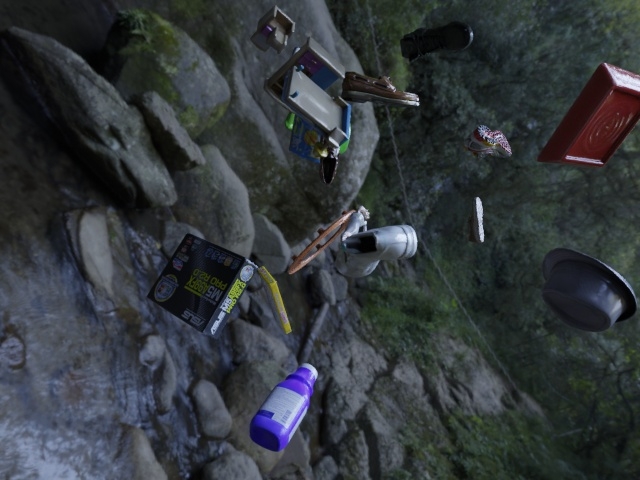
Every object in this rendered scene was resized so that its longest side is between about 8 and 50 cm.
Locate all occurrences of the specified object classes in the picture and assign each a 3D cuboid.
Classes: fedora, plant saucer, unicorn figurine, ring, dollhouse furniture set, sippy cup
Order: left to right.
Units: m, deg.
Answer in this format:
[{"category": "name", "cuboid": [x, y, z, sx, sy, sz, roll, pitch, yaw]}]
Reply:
[{"category": "dollhouse furniture set", "cuboid": [-0.088, -0.376, 1.228, 0.286, 0.198, 0.304, 31, 46, -33]}, {"category": "sippy cup", "cuboid": [-0.021, -0.445, 1.917, 0.305, 0.239, 0.224, -111, -141, -68]}, {"category": "ring", "cuboid": [0.000, 0.000, 1.713, 0.032, 0.336, 0.336, 47, 8, 8]}, {"category": "unicorn figurine", "cuboid": [0.079, -0.015, 1.162, 0.111, 0.060, 0.162, 59, 39, -66]}, {"category": "fedora", "cuboid": [0.741, 0.162, 1.345, 0.275, 0.124, 0.244, 38, -26, 23]}, {"category": "plant saucer", "cuboid": [0.702, -0.288, 1.168, 0.258, 0.259, 0.048, 0, 39, -31]}]

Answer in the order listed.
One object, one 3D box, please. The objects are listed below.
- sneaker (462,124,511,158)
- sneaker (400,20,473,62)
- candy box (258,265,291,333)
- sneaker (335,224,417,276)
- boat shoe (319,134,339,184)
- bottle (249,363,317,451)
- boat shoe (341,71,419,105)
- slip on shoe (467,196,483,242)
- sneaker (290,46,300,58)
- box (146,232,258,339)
[{"category": "sneaker", "cuboid": [0.565, -0.324, 1.585, 0.225, 0.092, 0.088, 9, 60, -37]}, {"category": "sneaker", "cuboid": [0.315, -0.559, 1.329, 0.227, 0.130, 0.087, 27, -35, 49]}, {"category": "candy box", "cuboid": [-0.144, 0.189, 1.470, 0.105, 0.027, 0.206, 38, -32, 52]}, {"category": "sneaker", "cuboid": [0.068, 0.016, 0.825, 0.212, 0.094, 0.080, -30, -115, 57]}, {"category": "boat shoe", "cuboid": [0.033, -0.298, 1.646, 0.073, 0.073, 0.207, -100, -169, -67]}, {"category": "bottle", "cuboid": [-0.095, 0.473, 1.365, 0.283, 0.118, 0.092, -47, 149, -55]}, {"category": "boat shoe", "cuboid": [0.228, -0.557, 1.723, 0.110, 0.306, 0.105, -154, -111, -71]}, {"category": "slip on shoe", "cuboid": [0.454, -0.059, 1.382, 0.051, 0.041, 0.136, -31, 115, -49]}, {"category": "sneaker", "cuboid": [-0.094, -0.729, 1.939, 0.058, 0.052, 0.136, 34, -55, 52]}, {"category": "box", "cuboid": [-0.322, 0.113, 1.259, 0.269, 0.216, 0.060, 20, -17, 38]}]
